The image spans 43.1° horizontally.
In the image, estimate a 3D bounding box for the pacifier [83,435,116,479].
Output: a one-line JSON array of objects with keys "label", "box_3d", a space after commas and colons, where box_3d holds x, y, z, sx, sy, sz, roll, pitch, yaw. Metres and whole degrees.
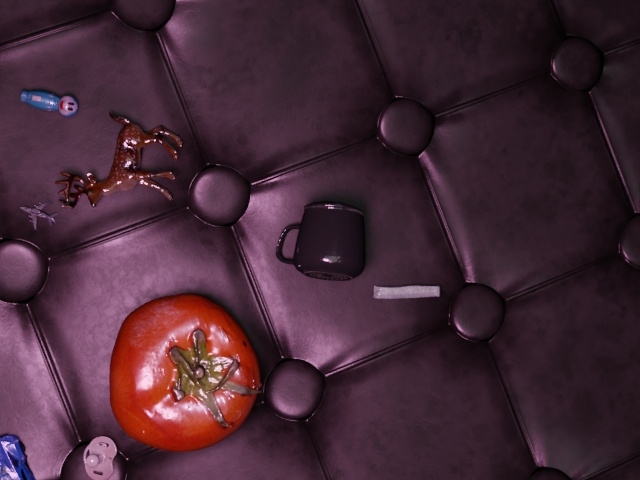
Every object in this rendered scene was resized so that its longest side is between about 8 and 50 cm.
[{"label": "pacifier", "box_3d": [-0.507, 0.494, 1.830, 0.081, 0.078, 0.099, 8, 86, 12]}]

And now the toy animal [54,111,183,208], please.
[{"label": "toy animal", "box_3d": [-0.465, -0.167, 1.884, 0.260, 0.087, 0.244, 10, 72, -7]}]

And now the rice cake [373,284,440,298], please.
[{"label": "rice cake", "box_3d": [0.213, 0.126, 1.999, 0.170, 0.029, 0.033, -1, 93, -9]}]

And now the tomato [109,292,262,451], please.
[{"label": "tomato", "box_3d": [-0.301, 0.288, 1.785, 0.341, 0.273, 0.341, 4, 80, -23]}]

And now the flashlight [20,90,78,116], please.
[{"label": "flashlight", "box_3d": [-0.625, -0.319, 1.872, 0.129, 0.051, 0.051, 11, 85, -4]}]

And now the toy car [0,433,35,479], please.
[{"label": "toy car", "box_3d": [-0.686, 0.540, 1.801, 0.103, 0.063, 0.216, -23, 91, -11]}]

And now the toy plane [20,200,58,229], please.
[{"label": "toy plane", "box_3d": [-0.648, -0.062, 1.862, 0.084, 0.024, 0.078, 23, 65, -8]}]

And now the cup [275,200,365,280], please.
[{"label": "cup", "box_3d": [0.000, 0.000, 1.914, 0.223, 0.169, 0.177, 3, 81, 21]}]
